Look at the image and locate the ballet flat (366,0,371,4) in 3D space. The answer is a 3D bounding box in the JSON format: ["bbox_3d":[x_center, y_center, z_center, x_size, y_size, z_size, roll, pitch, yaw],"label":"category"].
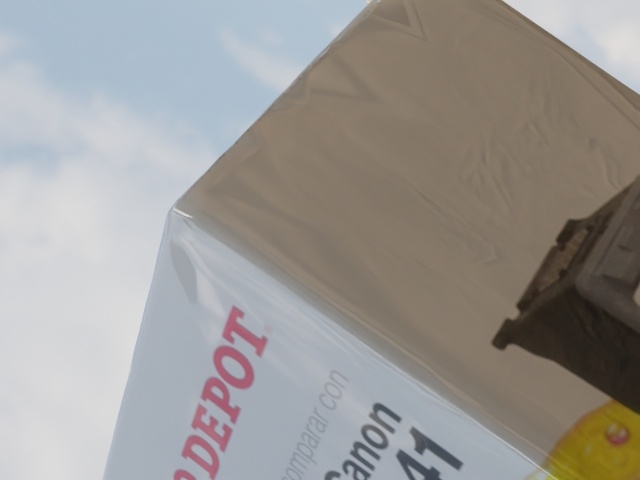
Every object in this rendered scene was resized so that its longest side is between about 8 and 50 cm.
[{"bbox_3d":[0.000,0.000,0.753,0.077,0.241,0.091,27,-170,-6],"label":"ballet flat"}]

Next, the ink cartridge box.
[{"bbox_3d":[0.093,0.098,0.548,0.306,0.226,0.131,34,-126,10],"label":"ink cartridge box"}]
